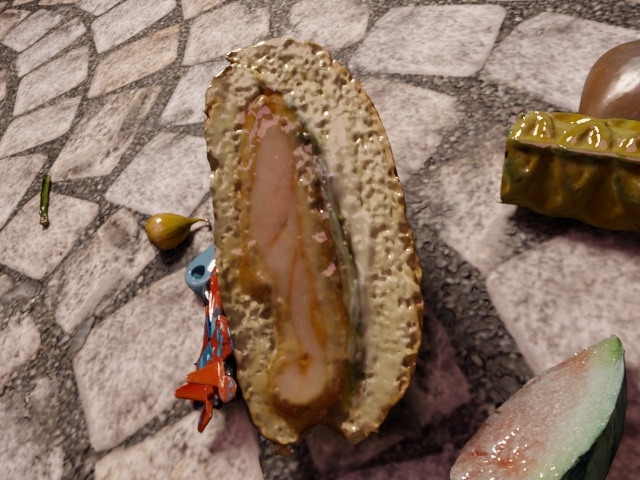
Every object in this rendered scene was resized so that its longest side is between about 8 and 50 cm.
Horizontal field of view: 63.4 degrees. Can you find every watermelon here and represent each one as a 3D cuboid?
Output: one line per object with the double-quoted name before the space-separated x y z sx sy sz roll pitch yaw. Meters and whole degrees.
"watermelon" 0.178 0.142 0.389 0.180 0.081 0.094 -29 30 -18

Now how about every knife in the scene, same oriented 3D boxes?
"knife" -0.071 -0.023 0.655 0.244 0.032 0.058 -45 48 -17

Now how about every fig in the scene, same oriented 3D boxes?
"fig" -0.189 -0.016 0.691 0.083 0.050 0.050 -15 48 -12

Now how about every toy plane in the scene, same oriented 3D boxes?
"toy plane" -0.104 0.096 0.547 0.130 0.061 0.189 -52 24 36

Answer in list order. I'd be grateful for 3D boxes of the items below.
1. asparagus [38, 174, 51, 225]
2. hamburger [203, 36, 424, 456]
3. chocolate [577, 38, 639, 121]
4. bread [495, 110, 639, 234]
"asparagus" -0.463 -0.068 0.871 0.018 0.015 0.127 -28 49 5
"hamburger" -0.002 0.001 0.495 0.162 0.209 0.329 -13 87 5
"chocolate" 0.389 -0.152 0.498 0.254 0.080 0.156 7 59 29
"bread" 0.299 -0.055 0.463 0.270 0.087 0.098 17 63 34
